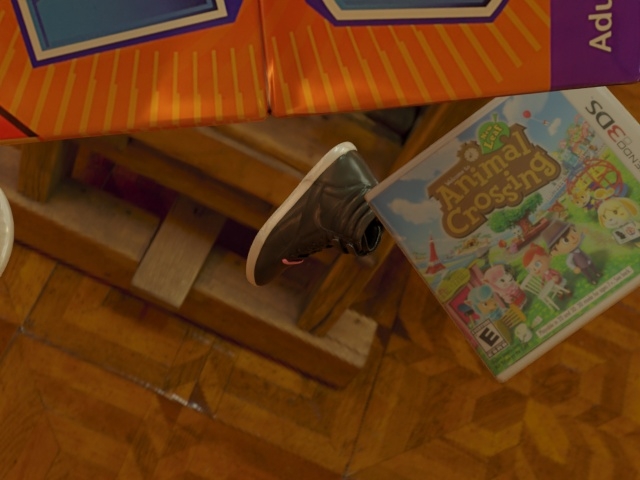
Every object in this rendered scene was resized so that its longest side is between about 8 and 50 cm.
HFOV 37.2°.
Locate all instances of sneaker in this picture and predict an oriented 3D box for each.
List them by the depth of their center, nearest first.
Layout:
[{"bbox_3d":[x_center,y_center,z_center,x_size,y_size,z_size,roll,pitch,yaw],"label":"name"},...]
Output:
[{"bbox_3d":[0.000,0.000,1.513,0.147,0.296,0.104,48,25,19],"label":"sneaker"}]

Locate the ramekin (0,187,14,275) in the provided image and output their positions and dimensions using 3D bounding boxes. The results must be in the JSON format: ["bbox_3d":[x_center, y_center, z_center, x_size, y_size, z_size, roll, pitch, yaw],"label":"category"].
[{"bbox_3d":[-0.626,-0.017,1.471,0.272,0.127,0.273,-1,76,2],"label":"ramekin"}]

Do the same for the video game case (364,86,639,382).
[{"bbox_3d":[0.173,-0.024,0.767,0.212,0.023,0.193,-36,70,5],"label":"video game case"}]

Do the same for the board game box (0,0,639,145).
[{"bbox_3d":[-0.051,-0.277,0.538,0.356,0.356,0.356,-6,19,-3],"label":"board game box"}]
